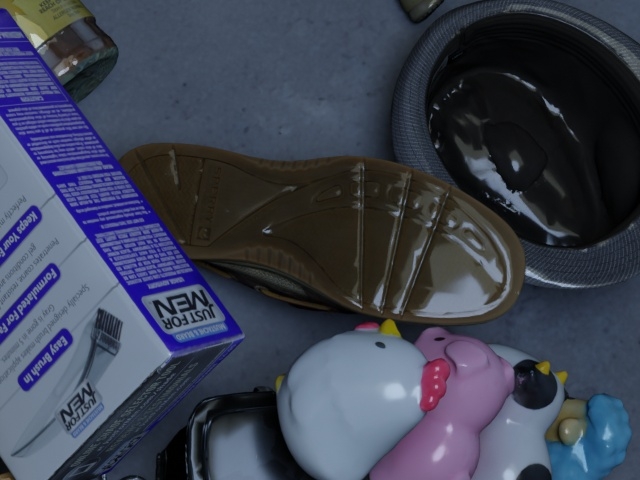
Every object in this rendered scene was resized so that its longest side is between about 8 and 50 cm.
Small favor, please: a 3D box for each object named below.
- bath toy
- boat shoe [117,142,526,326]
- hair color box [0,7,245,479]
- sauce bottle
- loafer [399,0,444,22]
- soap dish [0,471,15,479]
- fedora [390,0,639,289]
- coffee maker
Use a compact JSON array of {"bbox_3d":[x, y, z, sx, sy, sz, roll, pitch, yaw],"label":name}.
[{"bbox_3d":[0.108,0.133,1.414,0.129,0.348,0.151,-25,62,29],"label":"bath toy"},{"bbox_3d":[0.000,0.000,1.505,0.342,0.123,0.123,9,80,12],"label":"boat shoe"},{"bbox_3d":[-0.233,0.005,1.434,0.185,0.110,0.339,-45,72,28],"label":"hair color box"},{"bbox_3d":[-0.317,-0.248,1.551,0.111,0.111,0.344,-42,84,-15],"label":"sauce bottle"},{"bbox_3d":[0.119,-0.257,1.645,0.050,0.056,0.148,43,75,-4],"label":"loafer"},{"bbox_3d":[-0.279,0.343,1.413,0.229,0.118,0.290,-17,81,-12],"label":"soap dish"},{"bbox_3d":[0.182,-0.070,1.576,0.275,0.124,0.244,42,73,9],"label":"fedora"},{"bbox_3d":[-0.073,0.188,1.449,0.171,0.178,0.120,-26,82,-14],"label":"coffee maker"}]
